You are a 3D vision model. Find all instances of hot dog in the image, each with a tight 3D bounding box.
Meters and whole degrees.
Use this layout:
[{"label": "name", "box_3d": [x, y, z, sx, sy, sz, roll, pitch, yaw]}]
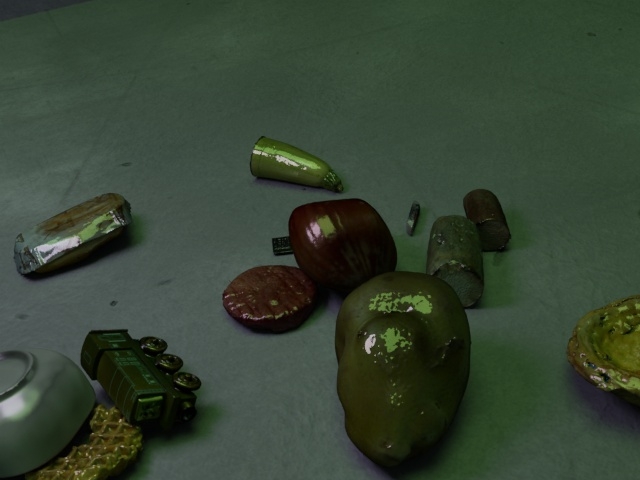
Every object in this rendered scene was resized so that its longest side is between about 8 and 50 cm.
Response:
[{"label": "hot dog", "box_3d": [-0.510, -0.011, 2.169, 0.270, 0.081, 0.162, -27, 31, -15]}]

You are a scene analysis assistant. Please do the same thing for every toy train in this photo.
[{"label": "toy train", "box_3d": [-0.299, 0.233, 1.757, 0.137, 0.090, 0.225, 3, 24, -40]}]

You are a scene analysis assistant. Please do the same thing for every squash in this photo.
[{"label": "squash", "box_3d": [-0.047, -0.155, 2.317, 0.224, 0.094, 0.094, 21, 42, 20]}]

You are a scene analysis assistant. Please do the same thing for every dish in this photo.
[{"label": "dish", "box_3d": [-0.509, 0.263, 1.713, 0.256, 0.117, 0.256, -12, 30, 7]}]

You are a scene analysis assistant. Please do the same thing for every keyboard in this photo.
[{"label": "keyboard", "box_3d": [0.000, 0.000, 2.141, 0.198, 0.010, 0.063, -7, 34, -2]}]

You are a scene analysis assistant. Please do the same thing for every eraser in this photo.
[{"label": "eraser", "box_3d": [0.193, -0.047, 2.167, 0.019, 0.027, 0.099, 7, 36, 14]}]

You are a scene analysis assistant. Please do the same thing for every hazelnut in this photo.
[{"label": "hazelnut", "box_3d": [0.042, 0.012, 1.988, 0.212, 0.180, 0.181, -7, 2, -37]}]

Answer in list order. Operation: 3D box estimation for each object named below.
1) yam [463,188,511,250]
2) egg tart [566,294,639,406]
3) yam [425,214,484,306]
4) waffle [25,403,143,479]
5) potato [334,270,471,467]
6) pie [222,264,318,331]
[{"label": "yam", "box_3d": [0.332, -0.043, 2.097, 0.084, 0.084, 0.127, -4, 36, 2]}, {"label": "egg tart", "box_3d": [0.543, 0.200, 1.713, 0.291, 0.107, 0.291, -5, 30, 3]}, {"label": "yam", "box_3d": [0.255, 0.032, 1.983, 0.107, 0.107, 0.194, 0, 35, 8]}, {"label": "waffle", "box_3d": [-0.374, 0.344, 1.675, 0.194, 0.051, 0.149, -34, 33, -26]}, {"label": "potato", "box_3d": [0.130, 0.205, 1.688, 0.218, 0.202, 0.351, 6, 49, -3]}, {"label": "pie", "box_3d": [-0.092, 0.105, 1.973, 0.182, 0.049, 0.182, -2, 35, 1]}]
